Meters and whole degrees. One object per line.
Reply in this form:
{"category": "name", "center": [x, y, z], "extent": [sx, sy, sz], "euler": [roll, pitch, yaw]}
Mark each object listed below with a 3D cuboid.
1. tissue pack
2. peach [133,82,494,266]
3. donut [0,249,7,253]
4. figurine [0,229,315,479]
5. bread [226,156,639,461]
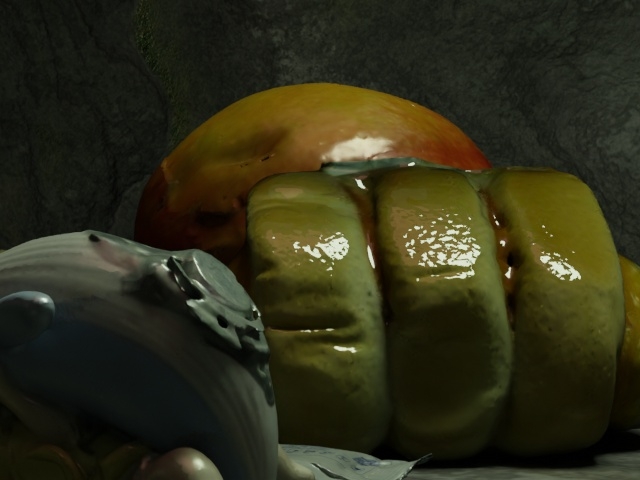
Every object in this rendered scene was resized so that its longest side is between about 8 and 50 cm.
{"category": "tissue pack", "center": [-0.047, 0.134, 0.943], "extent": [0.193, 0.026, 0.122], "euler": [-1, 0, 28]}
{"category": "peach", "center": [0.000, 0.002, 1.526], "extent": [0.373, 0.289, 0.372], "euler": [0, 0, 0]}
{"category": "donut", "center": [-0.308, 0.079, 1.394], "extent": [0.307, 0.150, 0.371], "euler": [-2, 2, -45]}
{"category": "figurine", "center": [-0.088, 0.085, 0.639], "extent": [0.208, 0.184, 0.128], "euler": [37, 13, 14]}
{"category": "bread", "center": [0.086, 0.045, 1.179], "extent": [0.341, 0.210, 0.300], "euler": [0, 2, 7]}
